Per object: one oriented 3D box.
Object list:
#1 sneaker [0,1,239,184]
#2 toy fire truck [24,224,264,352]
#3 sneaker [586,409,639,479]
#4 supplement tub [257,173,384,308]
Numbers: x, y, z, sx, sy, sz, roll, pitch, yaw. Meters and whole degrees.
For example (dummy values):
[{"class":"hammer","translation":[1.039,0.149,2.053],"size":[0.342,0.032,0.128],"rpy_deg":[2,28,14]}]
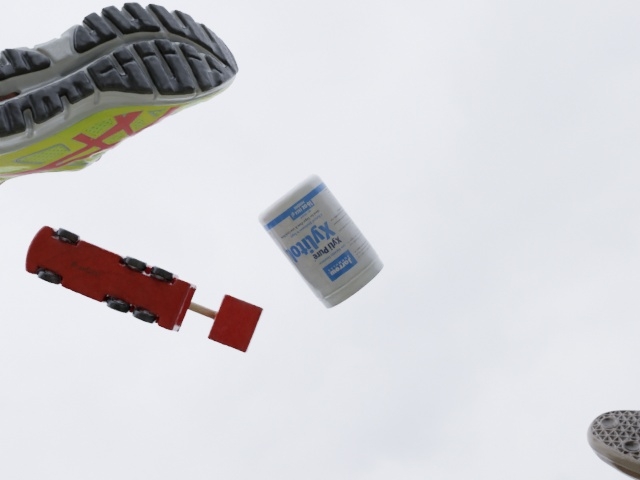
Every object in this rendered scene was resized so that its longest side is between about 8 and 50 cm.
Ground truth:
[{"class":"sneaker","translation":[-0.154,-0.094,0.556],"size":[0.208,0.081,0.094],"rpy_deg":[-21,-21,-29]},{"class":"toy fire truck","translation":[-0.151,0.045,0.730],"size":[0.192,0.135,0.047],"rpy_deg":[21,-96,5]},{"class":"sneaker","translation":[0.289,0.185,0.602],"size":[0.066,0.188,0.071],"rpy_deg":[-38,-50,-45]},{"class":"supplement tub","translation":[0.000,0.000,0.741],"size":[0.071,0.071,0.107],"rpy_deg":[-38,-86,6]}]
